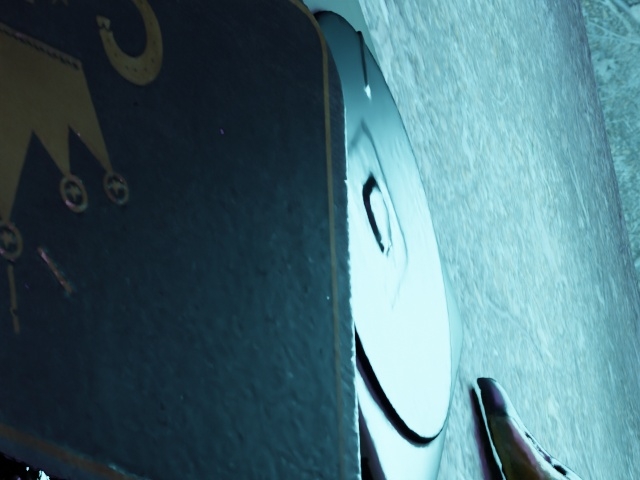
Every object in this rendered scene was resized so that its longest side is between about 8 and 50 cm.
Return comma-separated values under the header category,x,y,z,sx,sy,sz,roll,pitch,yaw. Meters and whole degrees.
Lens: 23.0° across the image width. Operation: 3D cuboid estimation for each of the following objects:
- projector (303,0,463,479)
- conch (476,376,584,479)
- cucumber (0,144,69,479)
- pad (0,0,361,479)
category,x,y,z,sx,sy,sz,roll,pitch,yaw
projector,0.000,0.000,0.814,0.259,0.079,0.257,-65,139,-64
conch,0.187,0.220,1.251,0.086,0.080,0.232,46,33,-74
cucumber,-0.107,0.026,0.461,0.072,0.072,0.300,53,29,-53
pad,-0.074,-0.093,0.462,0.375,0.063,0.315,34,43,-47
